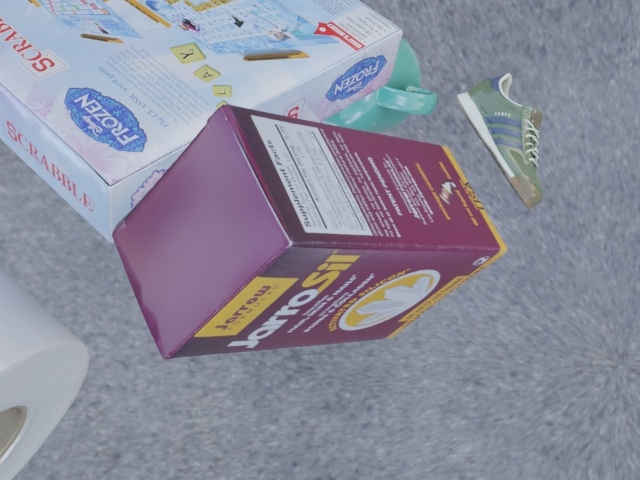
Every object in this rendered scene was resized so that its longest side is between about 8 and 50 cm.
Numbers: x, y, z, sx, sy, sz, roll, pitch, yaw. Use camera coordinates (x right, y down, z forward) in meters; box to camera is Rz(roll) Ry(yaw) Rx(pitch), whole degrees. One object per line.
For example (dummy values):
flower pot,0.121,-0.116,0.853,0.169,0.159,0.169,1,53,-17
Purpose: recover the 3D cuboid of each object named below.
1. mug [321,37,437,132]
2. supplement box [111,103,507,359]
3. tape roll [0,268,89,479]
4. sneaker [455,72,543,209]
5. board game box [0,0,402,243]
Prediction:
mug,0.051,-0.196,1.127,0.158,0.097,0.129,-14,88,42
supplement box,0.000,0.000,0.505,0.104,0.188,0.081,-42,63,32
tape roll,-0.320,0.155,0.734,0.100,0.286,0.286,41,96,9
sneaker,0.256,-0.139,1.219,0.086,0.064,0.192,-32,64,9
board game box,-0.151,-0.181,0.805,0.319,0.066,0.318,40,53,23
